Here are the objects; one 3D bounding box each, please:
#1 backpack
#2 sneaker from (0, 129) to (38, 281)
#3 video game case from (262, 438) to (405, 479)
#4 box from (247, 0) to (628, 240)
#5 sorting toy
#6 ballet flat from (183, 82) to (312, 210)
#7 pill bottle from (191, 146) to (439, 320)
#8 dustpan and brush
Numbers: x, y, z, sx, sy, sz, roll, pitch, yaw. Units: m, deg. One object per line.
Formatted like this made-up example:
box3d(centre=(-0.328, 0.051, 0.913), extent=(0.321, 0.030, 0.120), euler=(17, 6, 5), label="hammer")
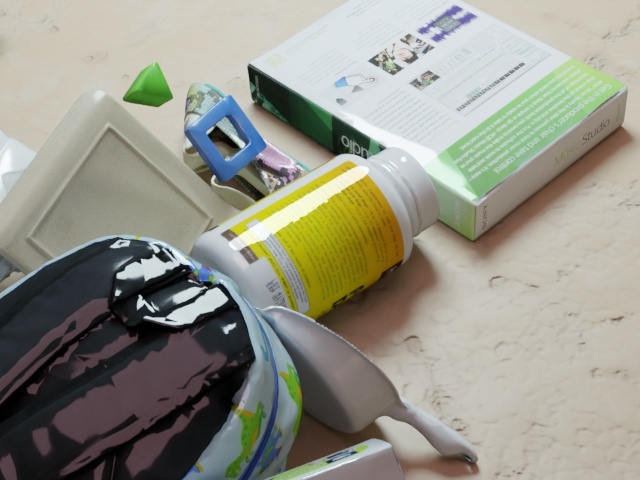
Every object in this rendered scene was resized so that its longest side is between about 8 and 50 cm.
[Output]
box3d(centre=(-0.183, 0.161, 1.036), extent=(0.290, 0.273, 0.355), euler=(39, 91, 35), label="backpack")
box3d(centre=(-0.296, 0.006, 1.239), extent=(0.092, 0.087, 0.229), euler=(32, 55, -22), label="sneaker")
box3d(centre=(-0.028, 0.295, 0.897), extent=(0.244, 0.061, 0.270), euler=(-19, 89, -11), label="video game case")
box3d(centre=(0.116, -0.150, 1.445), extent=(0.232, 0.058, 0.322), euler=(-36, 51, -26), label="box")
box3d(centre=(-0.185, -0.008, 1.262), extent=(0.047, 0.196, 0.348), euler=(-18, 36, 56), label="sorting toy")
box3d(centre=(-0.084, -0.080, 1.385), extent=(0.079, 0.077, 0.221), euler=(-35, 56, -21), label="ballet flat")
box3d(centre=(0.000, 0.000, 1.262), extent=(0.215, 0.117, 0.117), euler=(-31, 50, -23), label="pill bottle")
box3d(centre=(0.034, 0.126, 1.152), extent=(0.211, 0.147, 0.060), euler=(42, 69, 7), label="dustpan and brush")
